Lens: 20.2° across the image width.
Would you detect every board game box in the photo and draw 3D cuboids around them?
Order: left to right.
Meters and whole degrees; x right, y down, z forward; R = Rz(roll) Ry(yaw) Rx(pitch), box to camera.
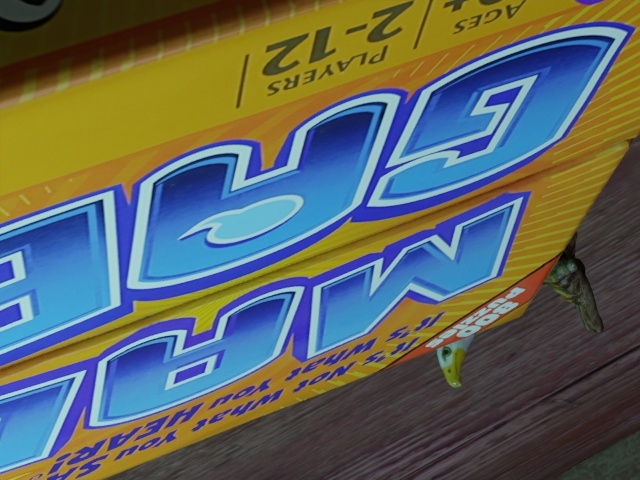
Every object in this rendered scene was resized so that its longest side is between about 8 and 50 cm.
[{"bbox_3d":[-0.105,-0.131,0.710,0.356,0.356,0.356,-20,158,-18],"label":"board game box"}]

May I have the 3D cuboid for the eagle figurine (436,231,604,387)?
[{"bbox_3d":[0.096,0.039,1.657,0.298,0.226,0.225,-5,-153,16],"label":"eagle figurine"}]
